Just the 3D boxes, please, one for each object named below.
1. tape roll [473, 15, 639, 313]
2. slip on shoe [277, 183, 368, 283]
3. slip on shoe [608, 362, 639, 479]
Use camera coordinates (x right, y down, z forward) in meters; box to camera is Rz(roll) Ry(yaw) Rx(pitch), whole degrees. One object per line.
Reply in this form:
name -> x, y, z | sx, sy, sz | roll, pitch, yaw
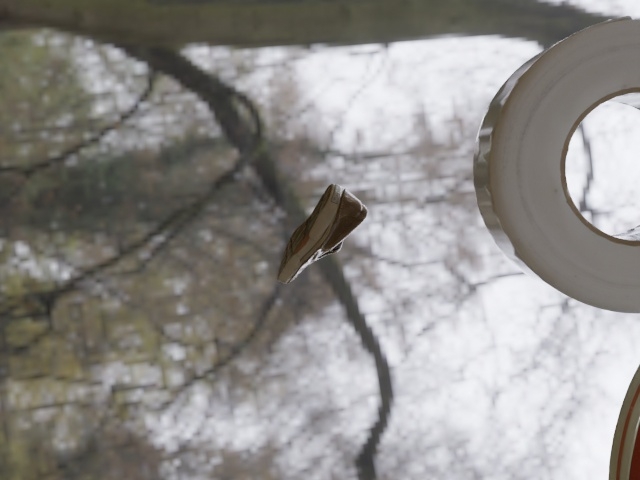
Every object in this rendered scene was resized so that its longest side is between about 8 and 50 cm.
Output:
tape roll -> 0.259, -0.063, 1.451 | 0.169, 0.246, 0.246 | -92, 176, -87
slip on shoe -> 0.000, 0.000, 1.558 | 0.135, 0.041, 0.051 | -55, -165, 42
slip on shoe -> 0.309, 0.248, 1.483 | 0.101, 0.123, 0.331 | 3, -101, 28
